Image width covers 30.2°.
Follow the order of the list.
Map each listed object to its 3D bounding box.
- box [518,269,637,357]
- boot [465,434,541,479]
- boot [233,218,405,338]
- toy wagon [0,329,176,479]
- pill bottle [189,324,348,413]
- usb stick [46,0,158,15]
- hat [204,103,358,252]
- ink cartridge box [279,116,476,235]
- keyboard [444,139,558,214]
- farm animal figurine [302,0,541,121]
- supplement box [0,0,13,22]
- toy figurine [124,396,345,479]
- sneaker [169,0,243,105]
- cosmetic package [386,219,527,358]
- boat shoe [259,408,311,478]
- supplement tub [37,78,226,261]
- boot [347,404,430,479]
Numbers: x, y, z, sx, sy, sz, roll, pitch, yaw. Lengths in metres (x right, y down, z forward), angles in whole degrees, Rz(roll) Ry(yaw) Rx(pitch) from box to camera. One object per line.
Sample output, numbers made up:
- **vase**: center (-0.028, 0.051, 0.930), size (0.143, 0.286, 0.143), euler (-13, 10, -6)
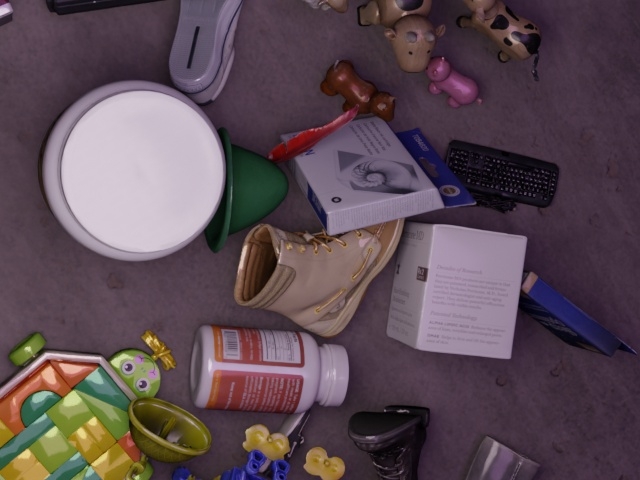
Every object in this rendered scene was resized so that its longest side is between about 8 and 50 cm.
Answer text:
- **box**: center (0.369, 0.117, 1.824), size (0.225, 0.136, 0.037), euler (35, 84, -15)
- **boot**: center (0.285, 0.436, 1.866), size (0.189, 0.076, 0.209), euler (35, 78, -17)
- **boot**: center (0.000, 0.000, 1.693), size (0.203, 0.095, 0.262), euler (24, 98, -45)
- **toy wagon**: center (-0.350, 0.258, 1.673), size (0.344, 0.068, 0.267), euler (-39, 103, -9)
- **pill bottle**: center (-0.075, 0.189, 1.716), size (0.216, 0.121, 0.121), euler (6, 92, -16)
- **usb stick**: center (-0.239, -0.361, 1.631), size (0.277, 0.045, 0.077), euler (-8, 66, 1)
- **hat**: center (-0.057, -0.072, 1.661), size (0.183, 0.208, 0.173), euler (1, 69, -17)
- **ink cartridge box**: center (0.079, -0.104, 1.692), size (0.223, 0.223, 0.045), euler (-12, 127, -15)
- **keyboard**: center (0.282, -0.090, 1.838), size (0.192, 0.038, 0.100), euler (11, 91, -15)
- **farm animal figurine**: center (0.145, -0.329, 1.712), size (0.330, 0.172, 0.327), euler (-24, 100, -13)
- **supplement box**: center (-0.487, -0.392, 1.557), size (0.073, 0.130, 0.240), euler (-26, 101, -12)
- **toy figurine**: center (-0.149, 0.389, 1.681), size (0.362, 0.191, 0.217), euler (24, 128, -17)
- **sneaker**: center (-0.156, -0.312, 1.679), size (0.094, 0.091, 0.258), euler (13, 70, 11)
- **cosmetic package**: center (0.200, 0.070, 1.767), size (0.151, 0.151, 0.184), euler (7, 91, -15)
- **boat shoe**: center (-0.047, 0.300, 1.770), size (0.038, 0.046, 0.125), euler (34, 88, -15)
- **supplement tub**: center (-0.249, -0.092, 1.546), size (0.228, 0.316, 0.228), euler (-1, 94, -15)
- **boot**: center (0.108, 0.363, 1.731), size (0.091, 0.263, 0.229), euler (2, 88, 23)
